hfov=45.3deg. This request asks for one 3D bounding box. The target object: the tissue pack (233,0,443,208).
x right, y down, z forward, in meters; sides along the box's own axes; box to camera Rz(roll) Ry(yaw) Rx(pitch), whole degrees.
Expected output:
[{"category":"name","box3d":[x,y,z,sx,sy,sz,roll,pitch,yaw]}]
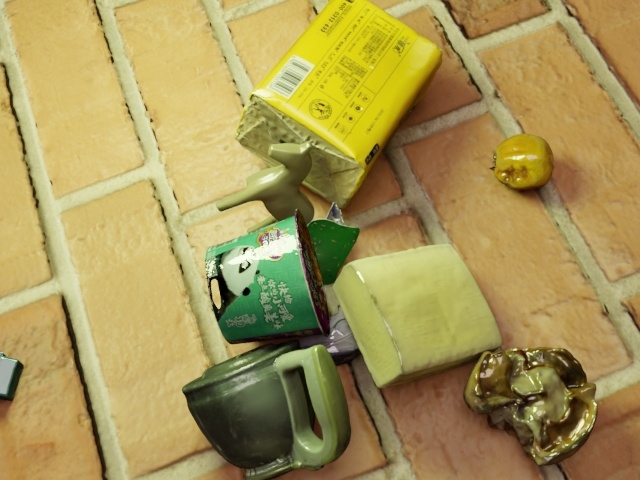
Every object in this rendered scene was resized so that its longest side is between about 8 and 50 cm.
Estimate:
[{"category":"tissue pack","box3d":[0.043,-0.311,1.659,0.293,0.228,0.382,33,63,3]}]

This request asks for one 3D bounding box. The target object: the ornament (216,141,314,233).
[{"category":"ornament","box3d":[-0.091,-0.101,1.590,0.244,0.230,0.061,-23,48,15]}]

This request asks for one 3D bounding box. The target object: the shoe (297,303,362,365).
[{"category":"shoe","box3d":[0.052,0.177,1.564,0.244,0.095,0.138,-11,62,-3]}]

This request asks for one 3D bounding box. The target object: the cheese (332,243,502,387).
[{"category":"cheese","box3d":[0.191,0.139,1.490,0.265,0.124,0.243,-10,66,-32]}]

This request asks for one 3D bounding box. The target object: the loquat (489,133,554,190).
[{"category":"loquat","box3d":[0.439,-0.168,1.667,0.137,0.113,0.137,-8,72,25]}]

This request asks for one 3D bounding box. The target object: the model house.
[{"category":"model house","box3d":[0.000,0.000,1.623,0.117,0.167,0.088,11,35,-19]}]

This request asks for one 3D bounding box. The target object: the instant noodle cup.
[{"category":"instant noodle cup","box3d":[-0.102,0.083,1.461,0.190,0.251,0.251,-14,65,5]}]

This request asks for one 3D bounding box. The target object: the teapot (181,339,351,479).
[{"category":"teapot","box3d":[-0.075,0.312,1.433,0.321,0.239,0.240,-24,88,16]}]

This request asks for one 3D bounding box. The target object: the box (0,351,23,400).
[{"category":"box","box3d":[-0.659,0.286,1.592,0.054,0.074,0.099,12,67,-5]}]

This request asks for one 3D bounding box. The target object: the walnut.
[{"category":"walnut","box3d":[0.395,0.295,1.449,0.238,0.141,0.204,39,71,9]}]
